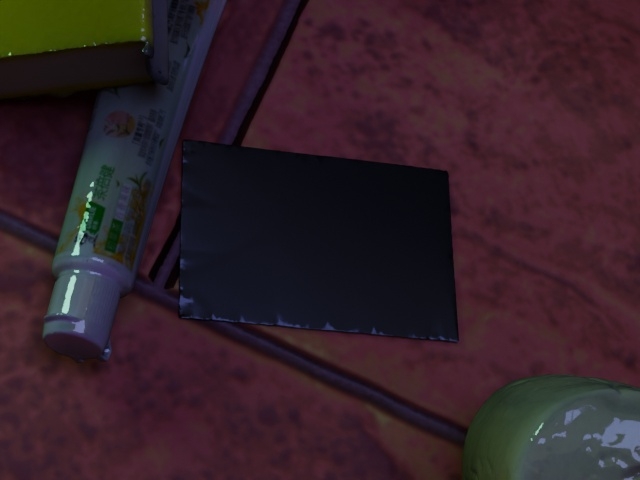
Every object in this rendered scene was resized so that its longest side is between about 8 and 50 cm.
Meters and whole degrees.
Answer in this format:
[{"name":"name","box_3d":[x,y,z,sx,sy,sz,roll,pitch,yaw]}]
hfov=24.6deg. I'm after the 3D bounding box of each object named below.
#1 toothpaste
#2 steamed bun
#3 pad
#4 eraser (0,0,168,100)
[{"name":"toothpaste","box_3d":[-0.121,-0.072,0.948,0.058,0.056,0.314,48,45,-46]},{"name":"steamed bun","box_3d":[0.205,0.172,0.864,0.250,0.200,0.155,20,87,-5]},{"name":"pad","box_3d":[0.000,0.000,0.978,0.190,0.004,0.127,6,66,-14]},{"name":"eraser","box_3d":[-0.180,-0.201,0.944,0.158,0.069,0.226,-6,71,7]}]
